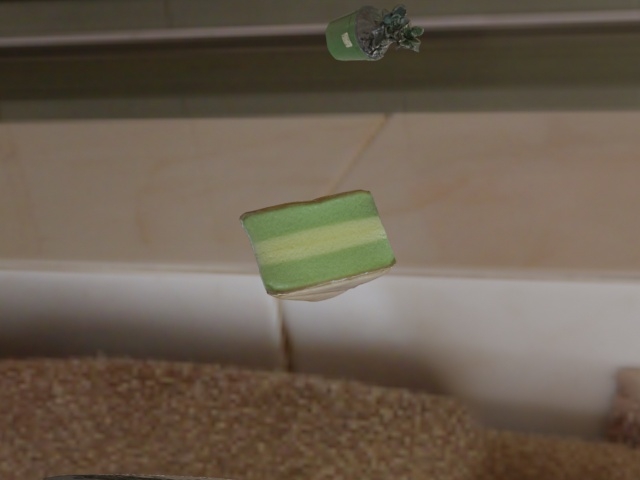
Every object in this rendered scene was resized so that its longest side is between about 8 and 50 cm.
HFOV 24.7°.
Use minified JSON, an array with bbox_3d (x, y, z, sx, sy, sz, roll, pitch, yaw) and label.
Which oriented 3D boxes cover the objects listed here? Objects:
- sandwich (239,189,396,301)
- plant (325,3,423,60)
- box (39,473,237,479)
[{"bbox_3d":[0.000,0.000,1.108,0.074,0.074,0.116,69,15,10],"label":"sandwich"},{"bbox_3d":[0.054,-0.190,1.330,0.051,0.102,0.051,3,86,-46],"label":"plant"},{"bbox_3d":[-0.057,0.255,1.188,0.290,0.289,0.073,10,91,-40],"label":"box"}]
